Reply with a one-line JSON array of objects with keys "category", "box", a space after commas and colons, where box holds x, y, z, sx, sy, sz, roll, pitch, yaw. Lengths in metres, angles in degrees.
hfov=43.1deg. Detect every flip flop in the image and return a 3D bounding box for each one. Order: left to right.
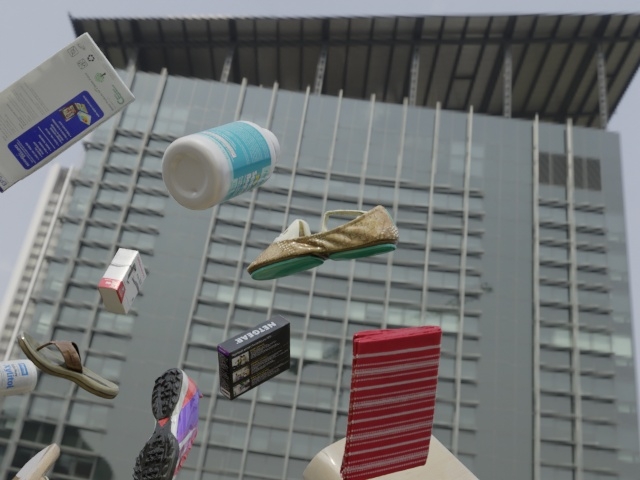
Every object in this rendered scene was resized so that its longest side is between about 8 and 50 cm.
[{"category": "flip flop", "box": [-0.586, 0.283, 1.907, 0.277, 0.080, 0.112, 35, 0, -21]}]

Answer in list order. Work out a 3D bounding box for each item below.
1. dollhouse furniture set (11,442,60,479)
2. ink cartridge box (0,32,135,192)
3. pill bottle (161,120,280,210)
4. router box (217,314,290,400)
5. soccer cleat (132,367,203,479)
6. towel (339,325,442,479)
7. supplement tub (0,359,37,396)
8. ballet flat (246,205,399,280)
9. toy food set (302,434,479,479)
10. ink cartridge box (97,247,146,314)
[{"category": "dollhouse furniture set", "box": [-0.428, 0.540, 1.277, 0.394, 0.256, 0.362, -34, -80, 17]}, {"category": "ink cartridge box", "box": [-0.557, -0.258, 1.642, 0.165, 0.332, 0.065, 55, -6, -12]}, {"category": "pill bottle", "box": [-0.187, -0.160, 1.639, 0.146, 0.264, 0.146, 10, -68, 27]}, {"category": "router box", "box": [-0.146, 0.262, 1.828, 0.046, 0.179, 0.133, 27, -52, 39]}, {"category": "soccer cleat", "box": [-0.310, 0.427, 1.712, 0.108, 0.318, 0.116, -21, -47, 24]}, {"category": "towel", "box": [0.127, 0.288, 1.449, 0.198, 0.275, 0.031, -2, 13, -33]}, {"category": "supplement tub", "box": [-0.629, 0.275, 1.609, 0.071, 0.071, 0.107, -16, -10, 37]}, {"category": "ballet flat", "box": [0.000, 0.000, 1.051, 0.206, 0.067, 0.073, -13, -16, 12]}, {"category": "toy food set", "box": [0.148, 0.480, 1.627, 0.306, 0.219, 0.092, -16, -45, -40]}, {"category": "ink cartridge box", "box": [-0.495, 0.102, 2.032, 0.056, 0.135, 0.099, 7, -43, 13]}]
